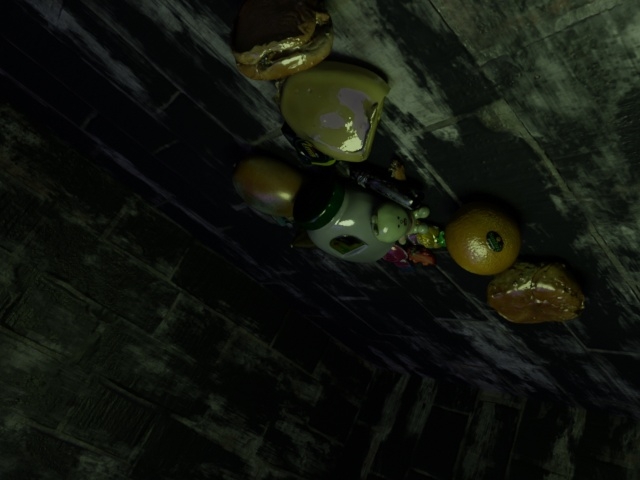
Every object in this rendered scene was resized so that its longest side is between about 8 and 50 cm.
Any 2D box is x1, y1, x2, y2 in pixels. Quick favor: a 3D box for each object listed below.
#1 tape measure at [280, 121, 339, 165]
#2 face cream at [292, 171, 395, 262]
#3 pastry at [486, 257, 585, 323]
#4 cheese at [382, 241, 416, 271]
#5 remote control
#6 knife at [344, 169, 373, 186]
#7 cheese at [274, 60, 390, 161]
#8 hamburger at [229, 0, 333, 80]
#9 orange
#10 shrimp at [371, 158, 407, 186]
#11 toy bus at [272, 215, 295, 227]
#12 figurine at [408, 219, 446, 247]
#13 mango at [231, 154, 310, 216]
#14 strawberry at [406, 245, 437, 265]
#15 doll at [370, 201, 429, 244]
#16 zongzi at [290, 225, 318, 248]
[{"bbox_3d":[-0.007,-0.318,1.488,0.186,0.112,0.199,17,161,39],"label":"tape measure"},{"bbox_3d":[0.094,-0.069,1.712,0.312,0.220,0.357,-26,134,36],"label":"face cream"},{"bbox_3d":[0.736,0.167,1.621,0.310,0.162,0.255,-6,131,36],"label":"pastry"},{"bbox_3d":[0.313,0.063,1.979,0.155,0.062,0.244,-2,144,50],"label":"cheese"},{"bbox_3d":[0.207,-0.170,1.540,0.265,0.066,0.090,24,168,15],"label":"remote control"},{"bbox_3d":[0.119,-0.212,1.683,0.054,0.015,0.212,36,155,-17],"label":"knife"},{"bbox_3d":[0.017,-0.361,1.285,0.315,0.128,0.260,20,121,9],"label":"cheese"},{"bbox_3d":[-0.101,-0.480,1.096,0.286,0.243,0.146,30,164,35],"label":"hamburger"},{"bbox_3d":[0.498,-0.006,1.448,0.236,0.236,0.236,23,156,11],"label":"orange"},{"bbox_3d":[0.222,-0.221,1.533,0.124,0.034,0.178,18,164,26],"label":"shrimp"},{"bbox_3d":[-0.111,-0.126,2.017,0.109,0.091,0.261,43,151,-18],"label":"toy bus"},{"bbox_3d":[0.386,-0.030,1.687,0.156,0.094,0.115,24,143,56],"label":"figurine"},{"bbox_3d":[-0.160,-0.194,1.800,0.383,0.199,0.221,24,140,-14],"label":"mango"},{"bbox_3d":[0.409,0.059,1.894,0.152,0.048,0.103,27,154,-35],"label":"strawberry"},{"bbox_3d":[0.249,-0.058,1.582,0.274,0.155,0.113,-7,-174,-38],"label":"doll"},{"bbox_3d":[0.000,0.000,2.000,0.220,0.242,0.112,16,113,5],"label":"zongzi"}]
